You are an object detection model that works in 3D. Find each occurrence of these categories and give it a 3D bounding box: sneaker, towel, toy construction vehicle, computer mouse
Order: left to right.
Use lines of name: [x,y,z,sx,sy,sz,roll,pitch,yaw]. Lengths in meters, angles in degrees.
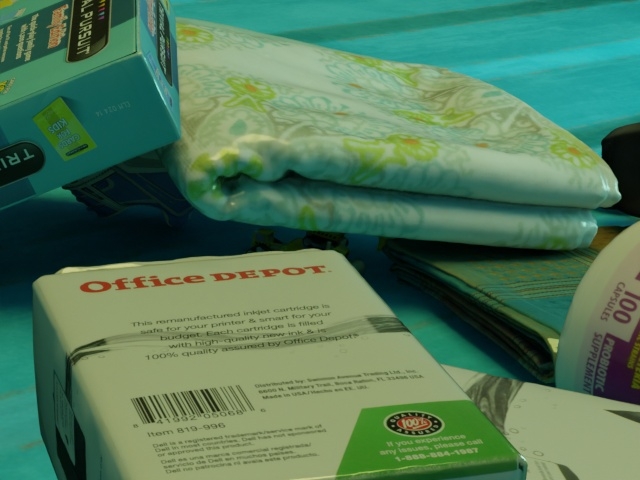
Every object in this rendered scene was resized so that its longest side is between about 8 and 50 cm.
sneaker: [-0.204,-0.062,1.451,0.211,0.081,0.080,10,18,9]
toy construction vehicle: [0.000,0.000,1.398,0.098,0.035,0.086,15,22,27]
towel: [0.024,-0.094,1.404,0.375,0.090,0.320,4,19,-23]
towel: [0.271,0.040,1.332,0.370,0.040,0.271,-3,18,-25]
computer mouse: [0.317,-0.047,1.483,0.189,0.072,0.272,0,-8,14]

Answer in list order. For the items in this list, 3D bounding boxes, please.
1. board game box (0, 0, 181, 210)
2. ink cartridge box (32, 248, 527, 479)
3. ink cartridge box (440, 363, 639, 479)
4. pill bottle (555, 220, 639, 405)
board game box: [-0.278,-0.100,1.299,0.336,0.079,0.254,-21,28,6]
ink cartridge box: [-0.029,0.084,0.702,0.153,0.086,0.208,-4,24,-18]
ink cartridge box: [0.083,0.165,0.813,0.307,0.129,0.223,11,22,15]
pill bottle: [0.300,0.102,0.986,0.169,0.169,0.301,-12,25,-39]
